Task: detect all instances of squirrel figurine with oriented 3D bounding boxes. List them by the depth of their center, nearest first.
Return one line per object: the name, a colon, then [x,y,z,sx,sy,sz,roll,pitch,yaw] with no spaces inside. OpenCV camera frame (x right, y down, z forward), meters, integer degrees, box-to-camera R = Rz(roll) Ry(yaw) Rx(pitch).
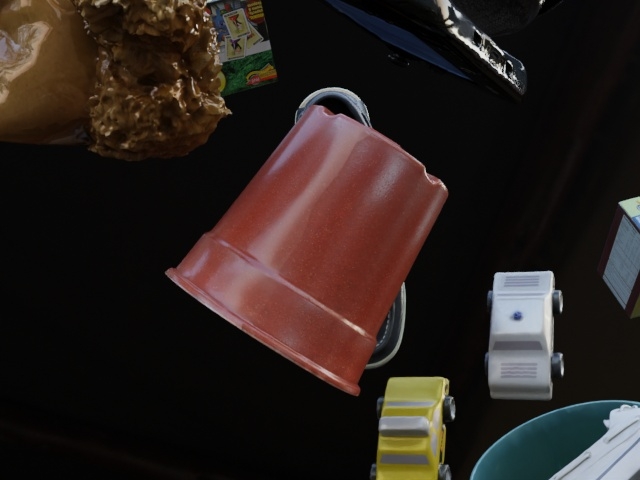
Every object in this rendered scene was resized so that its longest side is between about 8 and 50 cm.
squirrel figurine: [-0.250,-0.291,1.066,0.281,0.397,0.370,-12,-64,-53]

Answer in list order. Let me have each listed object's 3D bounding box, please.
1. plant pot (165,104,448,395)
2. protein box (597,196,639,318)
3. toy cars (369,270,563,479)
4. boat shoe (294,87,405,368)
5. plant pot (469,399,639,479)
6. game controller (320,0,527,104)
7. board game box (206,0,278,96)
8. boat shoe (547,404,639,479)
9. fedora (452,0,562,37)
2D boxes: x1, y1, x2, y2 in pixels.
plant pot: [0.000,0.000,1.155,0.272,0.272,0.265,35,-94,-46]
protein box: [0.675,0.017,1.872,0.200,0.136,0.201,-14,-41,-13]
toy cars: [0.190,0.181,1.261,0.394,0.176,0.087,-43,-35,-10]
boat shoe: [0.041,-0.024,1.664,0.187,0.499,0.156,-7,-2,2]
plant pot: [0.385,0.401,1.348,0.293,0.293,0.235,-22,-77,2]
game controller: [0.063,-0.171,0.749,0.067,0.166,0.319,-55,-22,12]
board game box: [-0.196,-0.254,1.344,0.260,0.030,0.136,-18,-61,-10]
boat shoe: [0.367,0.233,1.128,0.258,0.084,0.095,-38,-43,-5]
fedora: [0.200,-0.386,1.317,0.334,0.152,0.334,9,-39,7]
